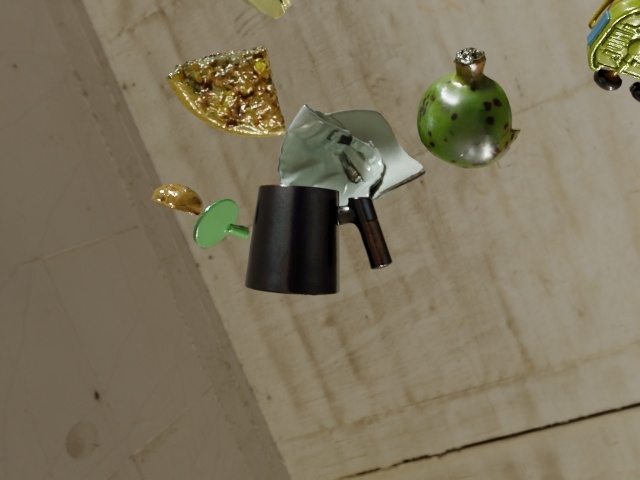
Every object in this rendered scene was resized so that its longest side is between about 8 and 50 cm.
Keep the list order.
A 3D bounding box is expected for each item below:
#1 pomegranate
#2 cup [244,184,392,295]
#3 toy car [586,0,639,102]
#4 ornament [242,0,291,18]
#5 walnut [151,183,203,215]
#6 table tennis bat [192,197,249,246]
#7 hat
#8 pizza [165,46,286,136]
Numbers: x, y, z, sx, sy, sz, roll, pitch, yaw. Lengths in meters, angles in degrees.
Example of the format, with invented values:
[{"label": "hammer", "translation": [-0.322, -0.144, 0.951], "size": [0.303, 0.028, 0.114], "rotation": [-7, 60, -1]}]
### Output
[{"label": "pomegranate", "translation": [0.199, -0.172, 0.775], "size": [0.143, 0.122, 0.169], "rotation": [40, 170, 37]}, {"label": "cup", "translation": [-0.007, -0.001, 0.965], "size": [0.166, 0.239, 0.177], "rotation": [-175, 89, -77]}, {"label": "toy car", "translation": [0.637, -0.387, 1.055], "size": [0.200, 0.247, 0.143], "rotation": [119, 167, -54]}, {"label": "ornament", "translation": [-0.196, -0.743, 1.647], "size": [0.201, 0.059, 0.180], "rotation": [38, 165, -24]}, {"label": "walnut", "translation": [-0.283, -0.086, 1.108], "size": [0.091, 0.121, 0.052], "rotation": [19, -90, -65]}, {"label": "table tennis bat", "translation": [-0.280, -0.043, 1.607], "size": [0.039, 0.161, 0.257], "rotation": [37, -175, 23]}, {"label": "hat", "translation": [0.071, -0.161, 1.209], "size": [0.301, 0.168, 0.258], "rotation": [-18, -111, -34]}, {"label": "pizza", "translation": [-0.235, -0.356, 1.442], "size": [0.268, 0.257, 0.087], "rotation": [75, -177, -50]}]
